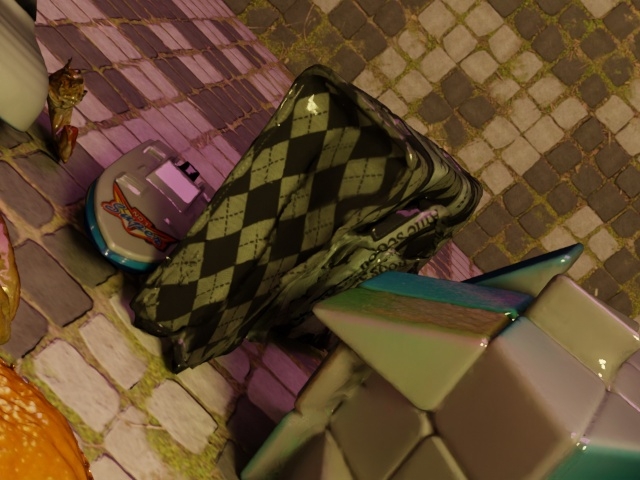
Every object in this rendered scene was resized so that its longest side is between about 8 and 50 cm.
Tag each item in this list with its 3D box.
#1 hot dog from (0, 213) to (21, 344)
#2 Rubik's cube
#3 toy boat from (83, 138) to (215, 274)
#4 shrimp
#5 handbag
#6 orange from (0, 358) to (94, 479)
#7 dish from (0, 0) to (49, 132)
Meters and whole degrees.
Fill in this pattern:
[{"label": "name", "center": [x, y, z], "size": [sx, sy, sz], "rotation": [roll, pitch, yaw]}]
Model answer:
[{"label": "hot dog", "center": [-0.296, -0.023, 0.583], "size": [0.272, 0.122, 0.196], "rotation": [36, 11, -30]}, {"label": "Rubik's cube", "center": [0.139, 0.182, 0.843], "size": [0.387, 0.358, 0.368], "rotation": [19, 26, -39]}, {"label": "toy boat", "center": [-0.179, -0.030, 0.984], "size": [0.129, 0.088, 0.295], "rotation": [45, 14, -8]}, {"label": "shrimp", "center": [-0.268, -0.133, 0.971], "size": [0.045, 0.095, 0.162], "rotation": [13, -11, -18]}, {"label": "handbag", "center": [0.000, 0.000, 1.009], "size": [0.180, 0.316, 0.416], "rotation": [44, 10, 14]}, {"label": "orange", "center": [-0.197, 0.122, 0.412], "size": [0.193, 0.161, 0.193], "rotation": [44, 8, -7]}, {"label": "dish", "center": [-0.334, -0.243, 0.871], "size": [0.273, 0.134, 0.273], "rotation": [43, -4, 4]}]
